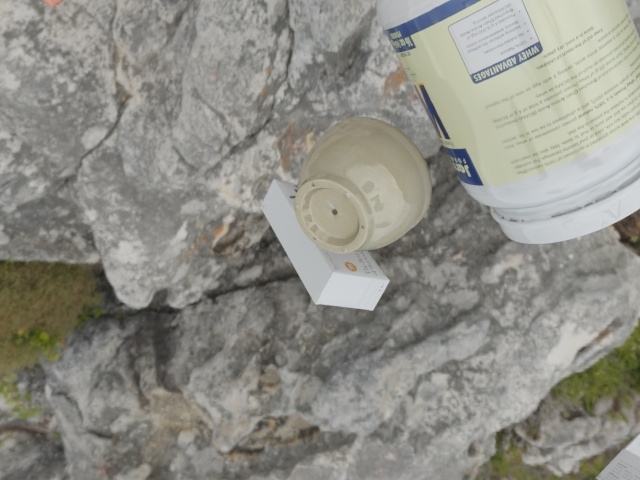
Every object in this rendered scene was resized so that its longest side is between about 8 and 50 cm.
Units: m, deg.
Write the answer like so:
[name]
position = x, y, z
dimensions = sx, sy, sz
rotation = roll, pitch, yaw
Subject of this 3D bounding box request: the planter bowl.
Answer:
[planter bowl]
position = 0.036, -0.051, 0.740
dimensions = 0.162, 0.109, 0.162
rotation = 19, 129, 25

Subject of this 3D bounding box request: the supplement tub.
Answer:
[supplement tub]
position = 0.233, -0.184, 0.705
dimensions = 0.235, 0.235, 0.325
rotation = -24, 108, 23

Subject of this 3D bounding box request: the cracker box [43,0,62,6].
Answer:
[cracker box]
position = -0.132, -0.225, 0.219
dimensions = 0.155, 0.067, 0.232
rotation = -25, 137, 22

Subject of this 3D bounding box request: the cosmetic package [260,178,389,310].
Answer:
[cosmetic package]
position = 0.000, 0.000, 0.910
dimensions = 0.099, 0.239, 0.060
rotation = 8, 121, -32

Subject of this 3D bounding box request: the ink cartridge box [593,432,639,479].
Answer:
[ink cartridge box]
position = 0.337, 0.312, 0.697
dimensions = 0.180, 0.060, 0.104
rotation = -29, 121, -28
